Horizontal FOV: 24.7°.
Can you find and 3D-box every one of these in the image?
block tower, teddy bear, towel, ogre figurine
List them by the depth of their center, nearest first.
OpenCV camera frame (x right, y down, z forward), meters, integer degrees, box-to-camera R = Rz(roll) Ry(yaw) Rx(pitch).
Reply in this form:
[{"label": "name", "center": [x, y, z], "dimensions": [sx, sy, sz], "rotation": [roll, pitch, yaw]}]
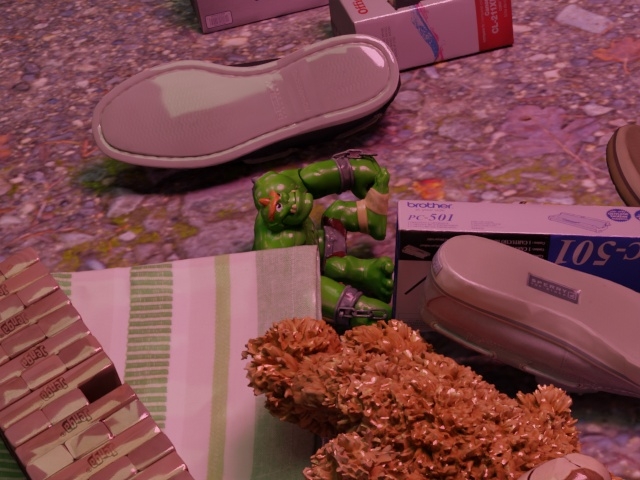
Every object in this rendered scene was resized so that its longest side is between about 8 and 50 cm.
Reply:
[{"label": "teddy bear", "center": [0.089, 0.135, 0.964], "dimensions": [0.245, 0.113, 0.338], "rotation": [18, 16, -25]}, {"label": "block tower", "center": [-0.161, 0.143, 1.004], "dimensions": [0.097, 0.091, 0.335], "rotation": [-32, 53, -17]}, {"label": "towel", "center": [-0.159, 0.113, 1.109], "dimensions": [0.325, 0.038, 0.248], "rotation": [-6, 50, 5]}, {"label": "ogre figurine", "center": [0.000, 0.000, 1.241], "dimensions": [0.118, 0.097, 0.197], "rotation": [1, 67, -5]}]

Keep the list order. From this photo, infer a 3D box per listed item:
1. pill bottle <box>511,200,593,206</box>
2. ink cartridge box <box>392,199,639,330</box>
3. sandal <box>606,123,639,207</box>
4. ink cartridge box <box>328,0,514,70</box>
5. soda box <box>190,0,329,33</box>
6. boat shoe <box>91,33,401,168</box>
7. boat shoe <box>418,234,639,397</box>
[{"label": "pill bottle", "center": [0.212, 0.003, 1.204], "dimensions": [0.116, 0.065, 0.065], "rotation": [5, 37, 20]}, {"label": "ink cartridge box", "center": [0.161, 0.022, 1.134], "dimensions": [0.207, 0.097, 0.046], "rotation": [2, 34, 1]}, {"label": "sandal", "center": [0.340, -0.010, 1.138], "dimensions": [0.120, 0.086, 0.303], "rotation": [10, 27, -37]}, {"label": "ink cartridge box", "center": [0.106, -0.249, 1.582], "dimensions": [0.175, 0.072, 0.127], "rotation": [-14, 35, -7]}, {"label": "soda box", "center": [-0.017, -0.333, 1.715], "dimensions": [0.286, 0.091, 0.098], "rotation": [-15, 36, -7]}, {"label": "boat shoe", "center": [-0.070, -0.124, 1.437], "dimensions": [0.303, 0.091, 0.114], "rotation": [-7, 79, 1]}, {"label": "boat shoe", "center": [0.181, 0.073, 1.091], "dimensions": [0.228, 0.081, 0.079], "rotation": [24, 41, 1]}]
